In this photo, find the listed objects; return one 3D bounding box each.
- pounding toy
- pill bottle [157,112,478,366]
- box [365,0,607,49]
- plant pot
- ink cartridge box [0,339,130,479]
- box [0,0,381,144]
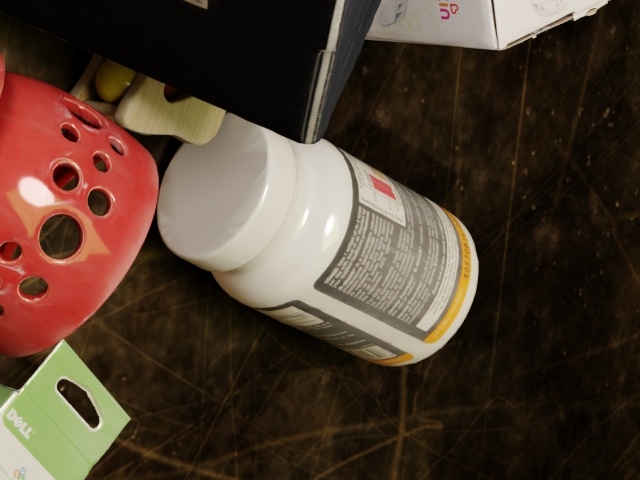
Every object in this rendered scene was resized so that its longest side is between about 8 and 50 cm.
[{"bbox_3d":[-0.090,-0.202,1.290,0.154,0.155,0.269,38,72,-46],"label":"pounding toy"},{"bbox_3d":[0.000,0.000,1.410,0.278,0.162,0.162,28,78,-43],"label":"pill bottle"},{"bbox_3d":[0.150,-0.270,1.454,0.262,0.231,0.126,-28,116,-36],"label":"box"},{"bbox_3d":[-0.242,-0.035,1.163,0.174,0.191,0.191,37,73,-33],"label":"plant pot"},{"bbox_3d":[-0.258,0.182,1.270,0.209,0.062,0.109,-52,129,-24],"label":"ink cartridge box"},{"bbox_3d":[-0.025,-0.392,1.037,0.480,0.297,0.471,106,9,-72],"label":"box"}]
